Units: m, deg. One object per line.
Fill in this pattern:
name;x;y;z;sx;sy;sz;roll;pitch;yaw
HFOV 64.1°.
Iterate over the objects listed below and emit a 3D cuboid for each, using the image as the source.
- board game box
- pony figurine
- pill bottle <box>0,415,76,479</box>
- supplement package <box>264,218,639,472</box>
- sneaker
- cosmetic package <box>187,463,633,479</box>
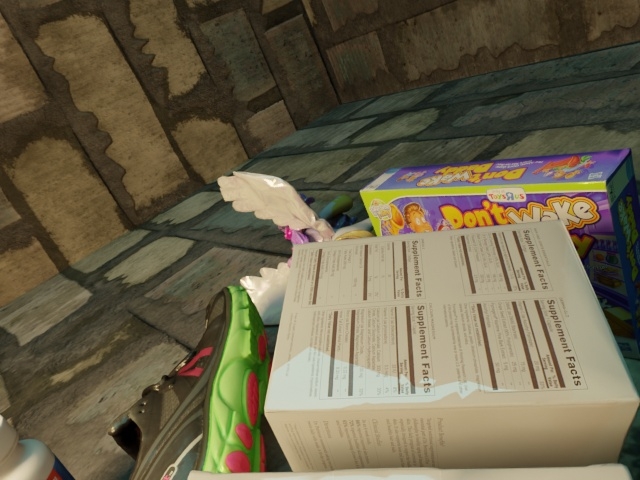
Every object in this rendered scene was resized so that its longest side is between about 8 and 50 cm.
board game box;0.236;0.012;0.694;0.078;0.233;0.347;-38;25;-32
pony figurine;0.000;0.000;0.977;0.350;0.303;0.363;3;19;34
pill bottle;-0.361;0.324;0.617;0.124;0.222;0.124;-21;23;9
supplement package;0.110;0.126;0.491;0.262;0.199;0.198;-5;40;11
sneaker;-0.175;0.214;0.706;0.202;0.185;0.483;-10;22;3
cosmetic package;0.035;0.307;0.227;0.284;0.097;0.377;-6;44;14
